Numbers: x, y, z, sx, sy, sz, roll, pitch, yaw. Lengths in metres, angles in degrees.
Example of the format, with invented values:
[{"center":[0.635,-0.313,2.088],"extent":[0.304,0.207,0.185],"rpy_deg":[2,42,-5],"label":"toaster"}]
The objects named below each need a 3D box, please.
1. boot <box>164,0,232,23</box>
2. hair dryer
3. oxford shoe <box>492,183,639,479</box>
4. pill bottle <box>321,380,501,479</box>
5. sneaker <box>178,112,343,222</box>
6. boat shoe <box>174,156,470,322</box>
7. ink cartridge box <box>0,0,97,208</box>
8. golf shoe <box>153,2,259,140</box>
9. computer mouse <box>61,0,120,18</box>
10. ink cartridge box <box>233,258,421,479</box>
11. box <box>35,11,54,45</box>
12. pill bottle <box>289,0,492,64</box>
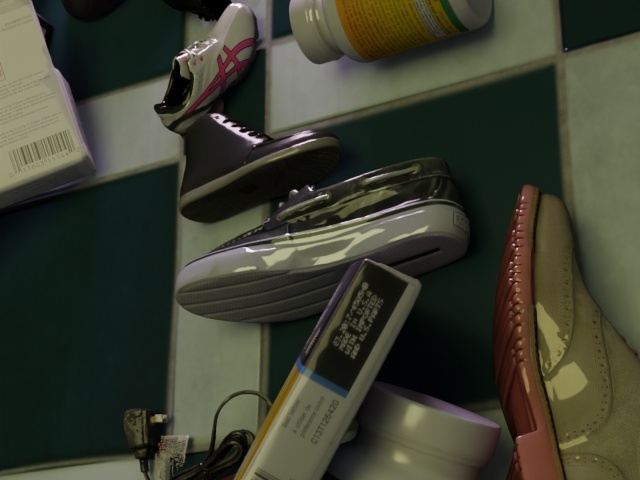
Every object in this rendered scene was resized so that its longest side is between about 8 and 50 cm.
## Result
[{"center":[-0.178,-0.318,1.571],"extent":[0.099,0.121,0.045],"rpy_deg":[23,87,43],"label":"boot"},{"center":[-0.158,0.304,1.313],"extent":[0.224,0.080,0.293],"rpy_deg":[-11,67,39],"label":"hair dryer"},{"center":[0.239,0.128,1.139],"extent":[0.147,0.140,0.397],"rpy_deg":[-1,63,1],"label":"oxford shoe"},{"center":[0.060,0.280,1.126],"extent":[0.162,0.162,0.278],"rpy_deg":[18,89,36],"label":"pill bottle"},{"center":[-0.078,-0.112,1.442],"extent":[0.222,0.083,0.118],"rpy_deg":[-19,61,26],"label":"sneaker"},{"center":[0.000,0.000,1.342],"extent":[0.335,0.121,0.119],"rpy_deg":[-14,56,15],"label":"boat shoe"},{"center":[-0.475,-0.161,1.626],"extent":[0.296,0.066,0.261],"rpy_deg":[-21,75,-1],"label":"ink cartridge box"},{"center":[-0.138,-0.216,1.523],"extent":[0.067,0.086,0.186],"rpy_deg":[19,81,38],"label":"golf shoe"},{"center":[-0.272,-0.422,1.700],"extent":[0.272,0.072,0.188],"rpy_deg":[-41,55,12],"label":"computer mouse"},{"center":[-0.014,0.163,1.164],"extent":[0.072,0.307,0.303],"rpy_deg":[28,86,-2],"label":"ink cartridge box"},{"center":[-0.585,-0.167,1.781],"extent":[0.318,0.097,0.395],"rpy_deg":[12,77,36],"label":"box"},{"center":[0.075,-0.267,1.386],"extent":[0.208,0.117,0.117],"rpy_deg":[-13,64,28],"label":"pill bottle"}]
